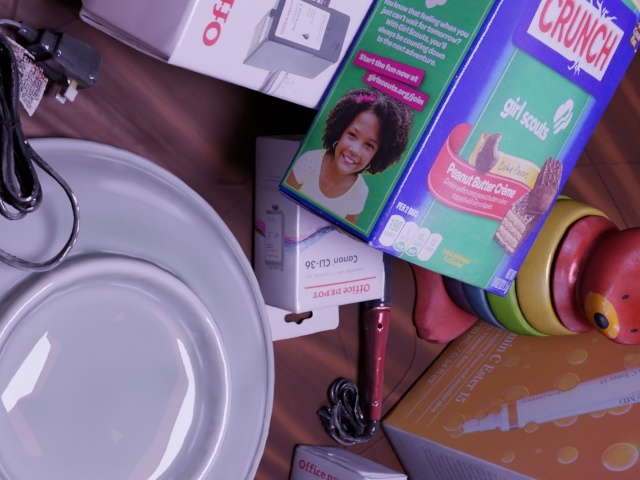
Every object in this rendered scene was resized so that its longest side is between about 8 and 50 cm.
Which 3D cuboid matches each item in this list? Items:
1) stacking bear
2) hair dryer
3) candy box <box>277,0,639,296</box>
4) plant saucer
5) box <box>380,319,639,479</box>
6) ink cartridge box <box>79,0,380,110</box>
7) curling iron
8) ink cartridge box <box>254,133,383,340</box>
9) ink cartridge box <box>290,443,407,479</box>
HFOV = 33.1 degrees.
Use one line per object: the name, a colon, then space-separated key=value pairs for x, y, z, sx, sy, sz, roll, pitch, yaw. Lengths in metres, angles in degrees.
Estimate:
stacking bear: x=0.242 y=0.030 z=1.092 sx=0.164 sy=0.289 sz=0.176 roll=-31 pitch=117 yaw=-34
hair dryer: x=-0.224 y=-0.137 z=0.697 sx=0.293 sy=0.080 sz=0.224 roll=52 pitch=27 yaw=-46
candy box: x=0.142 y=-0.130 z=0.942 sx=0.268 sy=0.122 sz=0.317 roll=20 pitch=98 yaw=-55
plant saucer: x=-0.180 y=0.119 z=0.823 sx=0.400 sy=0.100 sz=0.401 roll=0 pitch=91 yaw=-38
box: x=0.273 y=0.216 z=1.117 sx=0.215 sy=0.345 sz=0.168 roll=-44 pitch=124 yaw=-28
ink cartridge box: x=-0.029 y=-0.220 z=0.858 sx=0.272 sy=0.114 sz=0.198 roll=7 pitch=111 yaw=-55
curling iron: x=0.049 y=0.078 z=1.101 sx=0.068 sy=0.035 sz=0.274 roll=8 pitch=93 yaw=-43
ink cartridge box: x=0.000 y=0.000 z=1.020 sx=0.115 sy=0.067 sz=0.198 roll=-8 pitch=103 yaw=-42
ink cartridge box: x=0.018 y=0.287 z=1.061 sx=0.063 sy=0.109 sz=0.151 roll=9 pitch=92 yaw=-41
